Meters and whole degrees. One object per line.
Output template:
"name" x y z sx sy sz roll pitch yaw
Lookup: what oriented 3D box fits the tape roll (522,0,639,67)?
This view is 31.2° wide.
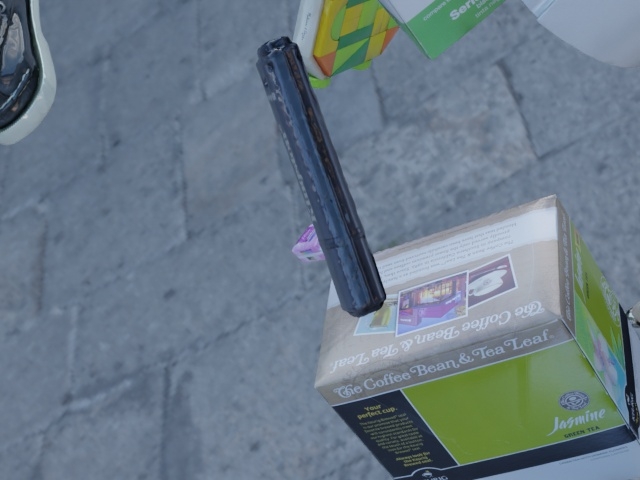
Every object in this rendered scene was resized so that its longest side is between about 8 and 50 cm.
"tape roll" 0.306 -0.314 1.112 0.169 0.246 0.246 -44 26 45

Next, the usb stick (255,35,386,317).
"usb stick" 0.001 -0.059 1.103 0.045 0.278 0.077 -20 5 -4

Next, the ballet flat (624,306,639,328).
"ballet flat" 0.539 0.127 1.837 0.114 0.041 0.041 4 55 30

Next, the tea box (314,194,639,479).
"tea box" 0.219 0.163 1.487 0.329 0.323 0.220 -18 39 25

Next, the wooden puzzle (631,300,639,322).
"wooden puzzle" 0.662 0.124 1.647 0.080 0.322 0.348 -39 -11 -48

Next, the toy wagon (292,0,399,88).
"toy wagon" 0.080 -0.402 1.897 0.068 0.267 0.344 33 39 24

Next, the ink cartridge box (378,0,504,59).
"ink cartridge box" 0.050 -0.353 1.156 0.121 0.289 0.211 -38 48 8

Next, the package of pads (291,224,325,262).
"package of pads" 0.000 0.000 1.460 0.050 0.032 0.083 -52 14 -18

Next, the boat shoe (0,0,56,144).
"boat shoe" -0.364 -0.236 1.156 0.127 0.113 0.340 -35 50 15
